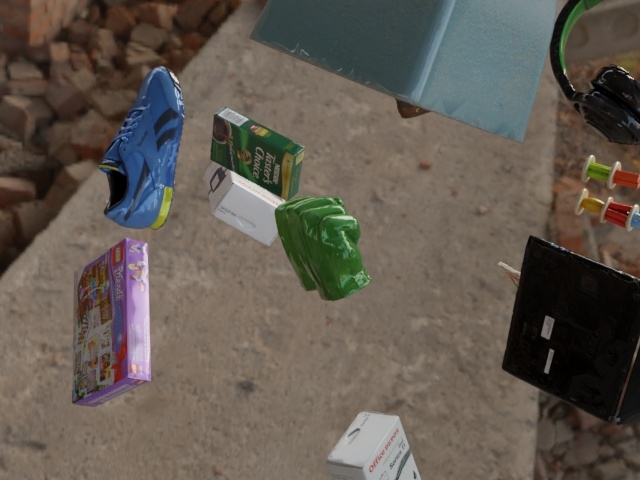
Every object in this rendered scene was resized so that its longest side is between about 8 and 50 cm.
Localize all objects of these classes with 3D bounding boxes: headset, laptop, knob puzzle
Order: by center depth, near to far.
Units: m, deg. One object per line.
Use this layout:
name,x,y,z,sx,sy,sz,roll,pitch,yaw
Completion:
laptop,0.401,0.110,1.219,0.264,0.234,0.136,25,40,29
headset,0.508,-0.240,1.400,0.394,0.243,0.185,62,13,15
knob puzzle,0.445,0.138,1.858,0.030,0.213,0.213,-44,63,-6

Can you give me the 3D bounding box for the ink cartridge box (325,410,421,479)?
ink cartridge box,0.107,0.446,1.726,0.087,0.208,0.153,-1,31,36

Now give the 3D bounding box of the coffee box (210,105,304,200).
coffee box,-0.119,-0.161,1.707,0.184,0.113,0.040,30,46,18

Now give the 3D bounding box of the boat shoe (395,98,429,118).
boat shoe,0.183,-0.209,1.303,0.178,0.060,0.064,-11,22,-22

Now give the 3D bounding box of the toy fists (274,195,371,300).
toy fists,0.000,0.000,1.394,0.096,0.279,0.142,-27,98,-9

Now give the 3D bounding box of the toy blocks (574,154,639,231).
toy blocks,0.551,-0.081,1.694,0.148,0.123,0.054,21,33,29

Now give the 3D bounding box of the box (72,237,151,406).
box,-0.421,0.166,1.856,0.057,0.201,0.293,17,57,-41

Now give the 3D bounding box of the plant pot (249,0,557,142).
plant pot,0.119,-0.282,1.027,0.248,0.252,0.247,29,14,37

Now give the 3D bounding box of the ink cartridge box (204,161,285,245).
ink cartridge box,-0.182,-0.112,2.265,0.172,0.100,0.237,30,18,-24

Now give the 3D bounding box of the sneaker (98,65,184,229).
sneaker,-0.219,-0.118,1.118,0.082,0.069,0.209,14,76,-39
